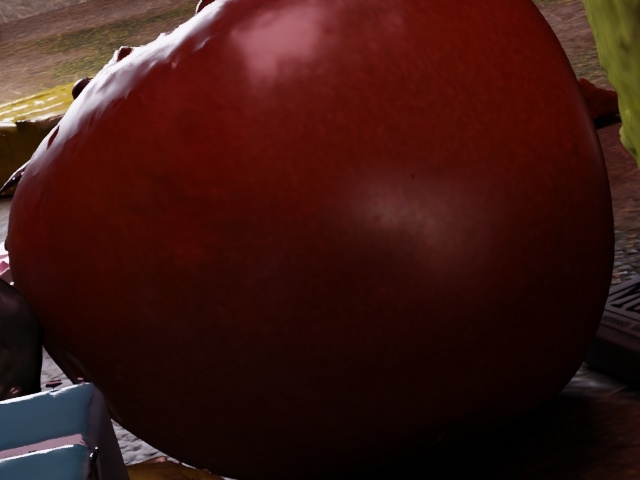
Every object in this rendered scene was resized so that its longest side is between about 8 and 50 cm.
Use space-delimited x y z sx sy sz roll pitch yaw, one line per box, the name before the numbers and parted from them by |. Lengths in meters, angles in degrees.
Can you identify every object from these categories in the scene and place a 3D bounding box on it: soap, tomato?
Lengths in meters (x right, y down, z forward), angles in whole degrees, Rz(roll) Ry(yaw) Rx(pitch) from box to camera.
soap | -0.265 -0.115 1.850 0.257 0.080 0.160 -21 17 -23
tomato | 0.000 0.000 0.975 0.341 0.273 0.341 -27 -8 -4

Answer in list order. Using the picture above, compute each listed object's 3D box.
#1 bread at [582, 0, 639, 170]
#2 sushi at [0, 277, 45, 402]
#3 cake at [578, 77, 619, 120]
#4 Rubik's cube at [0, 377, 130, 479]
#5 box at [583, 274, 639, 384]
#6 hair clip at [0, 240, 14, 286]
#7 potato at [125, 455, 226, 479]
bread | 0.332 -0.144 1.107 0.348 0.308 0.348 -14 16 4
sushi | -0.237 0.103 0.908 0.147 0.212 0.115 21 -5 -44
cake | 0.118 -0.161 1.577 0.262 0.160 0.158 -16 14 -13
Rubik's cube | -0.160 0.172 0.623 0.213 0.224 0.265 -13 23 3
box | 0.228 0.054 1.015 0.115 0.036 0.177 -20 18 -21
hair clip | -0.347 0.051 1.394 0.300 0.069 0.173 -9 16 -23
potato | -0.135 0.165 0.813 0.225 0.117 0.090 -20 51 -1
